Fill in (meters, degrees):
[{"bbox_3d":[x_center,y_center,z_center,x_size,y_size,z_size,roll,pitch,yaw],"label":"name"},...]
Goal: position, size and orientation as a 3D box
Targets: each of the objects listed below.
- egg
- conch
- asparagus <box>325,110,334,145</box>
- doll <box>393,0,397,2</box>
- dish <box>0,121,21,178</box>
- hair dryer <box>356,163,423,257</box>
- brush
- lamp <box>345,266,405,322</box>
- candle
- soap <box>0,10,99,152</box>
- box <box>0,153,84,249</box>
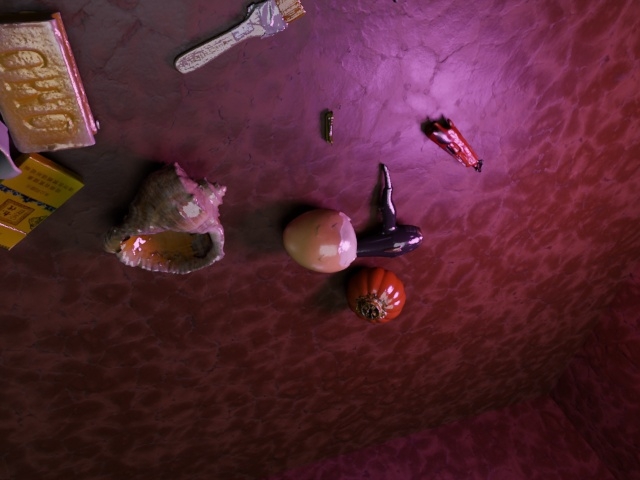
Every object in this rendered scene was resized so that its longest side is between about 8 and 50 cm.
[{"bbox_3d":[0.000,0.000,1.488,0.244,0.201,0.201,4,126,-16],"label":"egg"},{"bbox_3d":[-0.391,-0.056,1.273,0.351,0.210,0.297,-15,129,20],"label":"conch"},{"bbox_3d":[0.027,-0.315,1.352,0.021,0.025,0.108,-20,134,-21],"label":"asparagus"},{"bbox_3d":[0.170,-0.664,1.095,0.091,0.067,0.219,-43,135,-1],"label":"doll"},{"bbox_3d":[-0.729,-0.233,1.004,0.153,0.064,0.234,-10,128,35],"label":"dish"},{"bbox_3d":[0.189,-0.090,1.594,0.303,0.120,0.360,-8,121,0],"label":"hair dryer"},{"bbox_3d":[-0.193,-0.482,1.115,0.336,0.020,0.085,-30,134,2],"label":"brush"},{"bbox_3d":[0.202,0.201,1.751,0.223,0.197,0.223,9,122,14],"label":"lamp"},{"bbox_3d":[0.444,-0.296,1.535,0.084,0.059,0.301,-37,132,25],"label":"candle"},{"bbox_3d":[-0.600,-0.332,1.013,0.173,0.089,0.274,-11,131,-12],"label":"soap"},{"bbox_3d":[-0.738,-0.094,1.158,0.279,0.041,0.153,-37,151,8],"label":"box"}]
